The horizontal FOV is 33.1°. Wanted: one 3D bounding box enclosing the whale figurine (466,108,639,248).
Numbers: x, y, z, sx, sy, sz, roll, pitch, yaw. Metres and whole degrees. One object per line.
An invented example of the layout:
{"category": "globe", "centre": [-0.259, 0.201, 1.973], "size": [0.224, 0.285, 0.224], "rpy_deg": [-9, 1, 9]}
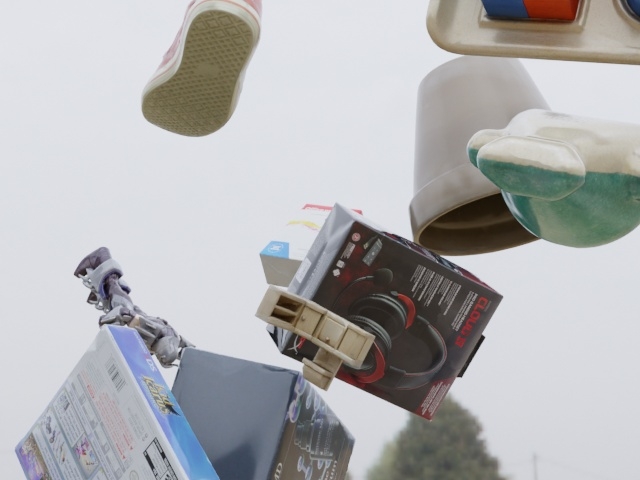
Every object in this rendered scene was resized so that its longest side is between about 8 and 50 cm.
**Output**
{"category": "whale figurine", "centre": [0.246, -0.056, 1.098], "size": [0.216, 0.141, 0.272], "rpy_deg": [13, 13, 25]}

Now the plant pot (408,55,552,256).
{"category": "plant pot", "centre": [0.287, -0.157, 1.857], "size": [0.323, 0.280, 0.323], "rpy_deg": [-10, -20, -4]}

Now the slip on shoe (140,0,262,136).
{"category": "slip on shoe", "centre": [-0.151, -0.236, 1.411], "size": [0.123, 0.101, 0.331], "rpy_deg": [20, -31, -13]}

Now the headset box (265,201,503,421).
{"category": "headset box", "centre": [0.104, 0.110, 1.559], "size": [0.293, 0.218, 0.110], "rpy_deg": [27, 7, -21]}

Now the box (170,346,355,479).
{"category": "box", "centre": [-0.115, 0.393, 1.797], "size": [0.211, 0.294, 0.395], "rpy_deg": [9, -22, 20]}

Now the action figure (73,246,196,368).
{"category": "action figure", "centre": [-0.325, 0.137, 1.879], "size": [0.099, 0.285, 0.185], "rpy_deg": [-43, -39, -7]}

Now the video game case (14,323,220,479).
{"category": "video game case", "centre": [-0.267, 0.288, 1.376], "size": [0.061, 0.269, 0.244], "rpy_deg": [16, -60, -48]}

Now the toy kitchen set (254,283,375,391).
{"category": "toy kitchen set", "centre": [-0.012, 0.095, 0.992], "size": [0.083, 0.068, 0.075], "rpy_deg": [26, 0, 38]}

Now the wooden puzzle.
{"category": "wooden puzzle", "centre": [0.302, -0.337, 1.097], "size": [0.347, 0.322, 0.080], "rpy_deg": [10, -15, 20]}

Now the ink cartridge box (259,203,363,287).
{"category": "ink cartridge box", "centre": [0.000, 0.000, 2.105], "size": [0.134, 0.231, 0.078], "rpy_deg": [8, -52, 31]}
